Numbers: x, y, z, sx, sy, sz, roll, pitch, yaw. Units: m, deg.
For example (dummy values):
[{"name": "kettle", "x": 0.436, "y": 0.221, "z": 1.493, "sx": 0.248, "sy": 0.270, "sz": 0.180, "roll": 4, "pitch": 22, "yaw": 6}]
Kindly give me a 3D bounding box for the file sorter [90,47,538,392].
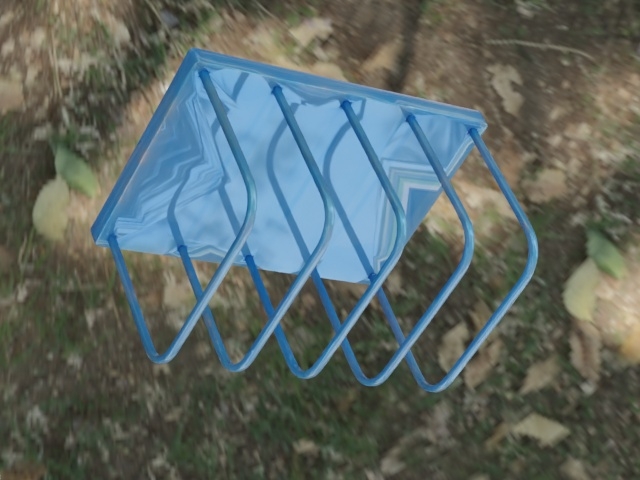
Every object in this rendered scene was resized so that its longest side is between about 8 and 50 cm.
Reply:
[{"name": "file sorter", "x": 0.000, "y": 0.000, "z": 0.805, "sx": 0.170, "sy": 0.104, "sz": 0.118, "roll": 9, "pitch": 130, "yaw": -33}]
